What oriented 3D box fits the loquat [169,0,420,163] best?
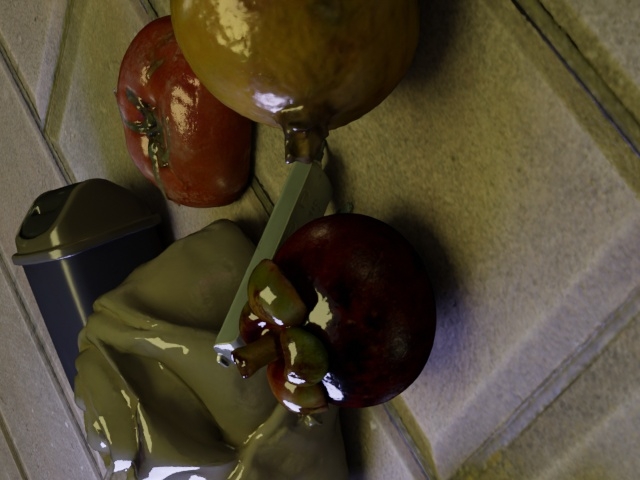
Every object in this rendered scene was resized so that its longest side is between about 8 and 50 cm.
[{"bbox_3d":[-0.016,-0.177,0.889,0.213,0.213,0.246,-38,50,56],"label":"loquat"}]

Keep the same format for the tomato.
[{"bbox_3d":[-0.166,-0.148,1.251,0.236,0.095,0.237,28,126,48],"label":"tomato"}]

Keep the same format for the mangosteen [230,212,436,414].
[{"bbox_3d":[0.009,0.070,0.980,0.200,0.200,0.200,29,126,49],"label":"mangosteen"}]

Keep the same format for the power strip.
[{"bbox_3d":[-0.038,0.009,1.059,0.027,0.253,0.060,13,160,30],"label":"power strip"}]

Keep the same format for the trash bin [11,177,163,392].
[{"bbox_3d":[-0.297,0.064,1.467,0.209,0.182,0.290,-6,103,56],"label":"trash bin"}]

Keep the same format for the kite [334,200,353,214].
[{"bbox_3d":[-0.001,0.000,1.142,0.152,0.005,0.137,-29,79,57],"label":"kite"}]

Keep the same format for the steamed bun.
[{"bbox_3d":[-0.143,0.169,1.204,0.342,0.255,0.368,26,122,52],"label":"steamed bun"}]
